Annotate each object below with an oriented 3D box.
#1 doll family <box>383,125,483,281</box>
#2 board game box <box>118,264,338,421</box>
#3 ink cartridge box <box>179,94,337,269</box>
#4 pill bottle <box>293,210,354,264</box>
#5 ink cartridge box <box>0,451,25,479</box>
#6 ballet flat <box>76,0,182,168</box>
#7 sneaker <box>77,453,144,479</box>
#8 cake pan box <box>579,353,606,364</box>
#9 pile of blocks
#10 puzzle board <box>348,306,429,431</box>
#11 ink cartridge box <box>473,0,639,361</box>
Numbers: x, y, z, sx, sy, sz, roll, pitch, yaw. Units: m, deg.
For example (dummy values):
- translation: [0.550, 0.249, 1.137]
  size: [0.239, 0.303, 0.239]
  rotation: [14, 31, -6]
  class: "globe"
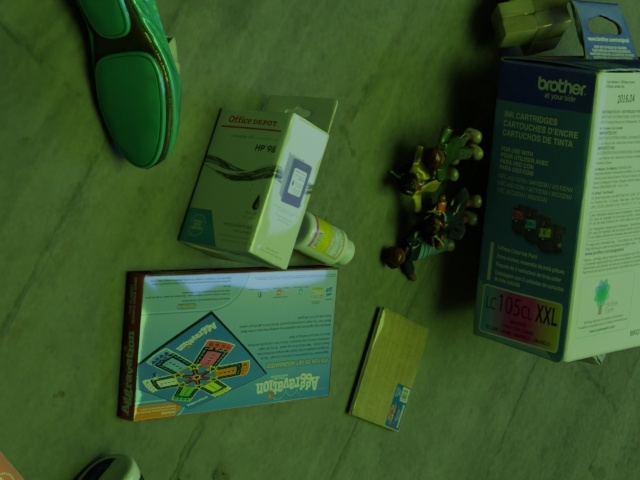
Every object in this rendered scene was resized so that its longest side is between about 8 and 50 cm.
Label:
- translation: [0.125, -0.041, 1.756]
  size: [0.111, 0.076, 0.193]
  rotation: [-25, 118, -48]
  class: "doll family"
- translation: [-0.088, 0.100, 1.576]
  size: [0.281, 0.027, 0.145]
  rotation: [0, 96, -48]
  class: "board game box"
- translation: [-0.061, -0.069, 1.519]
  size: [0.060, 0.104, 0.180]
  rotation: [27, 76, -46]
  class: "ink cartridge box"
- translation: [0.000, 0.000, 1.643]
  size: [0.083, 0.043, 0.043]
  rotation: [27, 76, -47]
  class: "pill bottle"
- translation: [-0.349, 0.240, 1.279]
  size: [0.198, 0.067, 0.115]
  rotation: [-53, 132, -27]
  class: "ink cartridge box"
- translation: [-0.168, -0.188, 1.400]
  size: [0.087, 0.083, 0.247]
  rotation: [-51, 134, -48]
  class: "ballet flat"
- translation: [-0.220, 0.313, 1.426]
  size: [0.217, 0.079, 0.121]
  rotation: [-46, 127, -34]
  class: "sneaker"
- translation: [0.338, -0.009, 2.002]
  size: [0.267, 0.070, 0.245]
  rotation: [48, 60, -41]
  class: "cake pan box"
- translation: [0.300, -0.368, 1.888]
  size: [0.362, 0.149, 0.112]
  rotation: [-50, 174, -18]
  class: "pile of blocks"
- translation: [0.079, 0.150, 1.783]
  size: [0.096, 0.011, 0.128]
  rotation: [28, 77, -48]
  class: "puzzle board"
- translation: [0.330, -0.077, 1.807]
  size: [0.270, 0.151, 0.395]
  rotation: [-6, 107, -46]
  class: "ink cartridge box"
